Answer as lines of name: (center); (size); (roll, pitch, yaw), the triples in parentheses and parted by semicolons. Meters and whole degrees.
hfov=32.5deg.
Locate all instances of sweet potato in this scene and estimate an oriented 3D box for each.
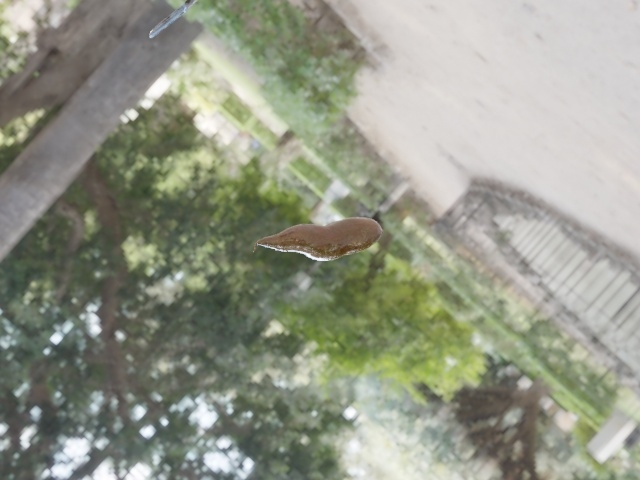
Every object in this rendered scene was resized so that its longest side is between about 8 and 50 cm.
sweet potato: (0.000, 0.000, 1.439); (0.195, 0.056, 0.056); (-5, -152, -29)

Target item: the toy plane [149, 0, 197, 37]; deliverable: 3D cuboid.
toy plane: (-0.142, -0.352, 1.230); (0.107, 0.182, 0.273); (31, 159, -9)
